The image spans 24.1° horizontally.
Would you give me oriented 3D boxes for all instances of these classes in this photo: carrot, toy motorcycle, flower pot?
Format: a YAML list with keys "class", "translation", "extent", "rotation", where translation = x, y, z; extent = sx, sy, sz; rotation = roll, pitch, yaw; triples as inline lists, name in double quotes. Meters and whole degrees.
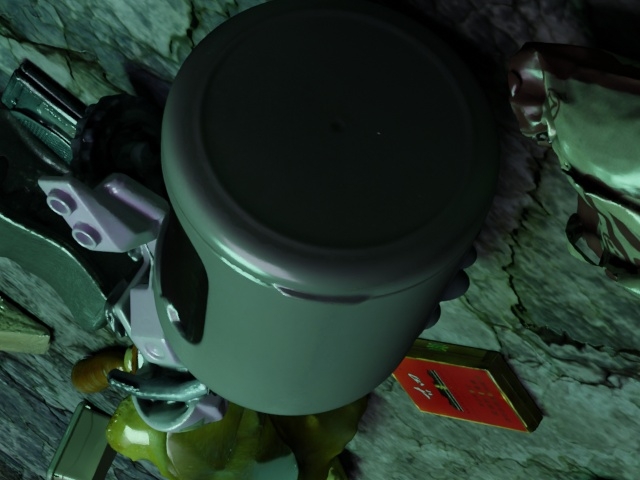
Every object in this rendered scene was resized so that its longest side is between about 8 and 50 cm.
- class: "carrot"
  translation: [-0.258, 0.154, 1.809]
  extent: [0.048, 0.048, 0.139]
  rotation: [42, 152, -13]
- class: "toy motorcycle"
  translation: [-0.130, 0.037, 1.279]
  extent: [0.143, 0.188, 0.327]
  rotation: [4, 141, 36]
- class: "flower pot"
  translation: [-0.259, -0.024, 1.431]
  extent: [0.229, 0.103, 0.108]
  rotation: [40, 154, -6]

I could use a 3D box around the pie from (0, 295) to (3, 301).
- class: "pie"
  translation: [-0.465, -0.041, 1.560]
  extent: [0.296, 0.078, 0.371]
  rotation: [40, 176, -21]

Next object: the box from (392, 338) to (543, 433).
- class: "box"
  translation: [0.121, 0.125, 1.317]
  extent: [0.133, 0.023, 0.090]
  rotation: [7, 140, 45]

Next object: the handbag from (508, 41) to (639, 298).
- class: "handbag"
  translation: [0.227, -0.019, 0.825]
  extent: [0.235, 0.127, 0.213]
  rotation: [26, 154, 47]

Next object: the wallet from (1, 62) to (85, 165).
- class: "wallet"
  translation: [-0.232, -0.099, 1.355]
  extent: [0.129, 0.026, 0.088]
  rotation: [39, 154, -7]

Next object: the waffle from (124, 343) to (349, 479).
- class: "waffle"
  translation: [-0.094, 0.228, 1.717]
  extent: [0.301, 0.058, 0.281]
  rotation: [26, 153, 21]

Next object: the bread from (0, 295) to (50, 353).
- class: "bread"
  translation: [-0.414, 0.081, 1.897]
  extent: [0.152, 0.105, 0.077]
  rotation: [7, 159, -15]

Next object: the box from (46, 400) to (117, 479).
- class: "box"
  translation: [-0.318, 0.291, 2.035]
  extent: [0.062, 0.122, 0.089]
  rotation: [18, 152, 9]

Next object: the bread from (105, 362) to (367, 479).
- class: "bread"
  translation: [-0.080, 0.186, 1.443]
  extent: [0.233, 0.160, 0.088]
  rotation: [20, -163, -19]

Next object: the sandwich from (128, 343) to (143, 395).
- class: "sandwich"
  translation: [-0.142, 0.122, 1.540]
  extent: [0.109, 0.160, 0.184]
  rotation: [4, 116, -9]

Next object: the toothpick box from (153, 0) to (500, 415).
- class: "toothpick box"
  translation: [0.000, 0.000, 1.037]
  extent: [0.229, 0.229, 0.316]
  rotation: [32, 154, 8]
